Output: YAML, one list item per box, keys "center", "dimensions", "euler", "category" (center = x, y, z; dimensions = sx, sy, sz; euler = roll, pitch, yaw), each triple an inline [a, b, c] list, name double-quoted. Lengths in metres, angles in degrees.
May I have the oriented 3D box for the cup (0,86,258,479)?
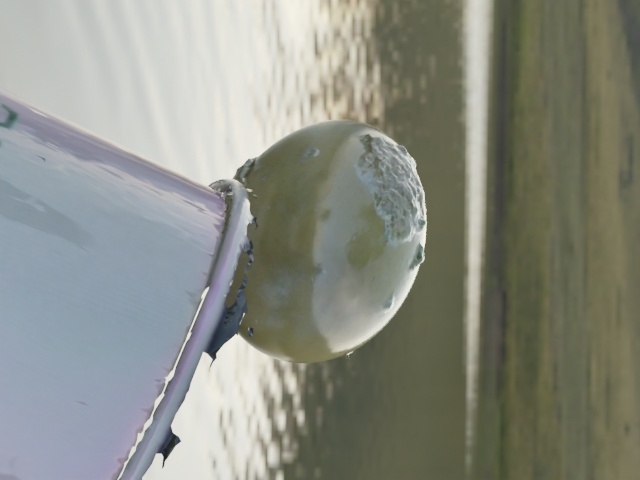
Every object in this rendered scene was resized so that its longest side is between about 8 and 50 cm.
- center: [-0.197, 0.021, 0.563]
  dimensions: [0.253, 0.274, 0.253]
  euler: [-52, -165, 21]
  category: "cup"

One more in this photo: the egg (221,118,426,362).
- center: [-0.001, -0.002, 1.146]
  dimensions: [0.164, 0.164, 0.201]
  euler: [80, 33, -55]
  category: "egg"
